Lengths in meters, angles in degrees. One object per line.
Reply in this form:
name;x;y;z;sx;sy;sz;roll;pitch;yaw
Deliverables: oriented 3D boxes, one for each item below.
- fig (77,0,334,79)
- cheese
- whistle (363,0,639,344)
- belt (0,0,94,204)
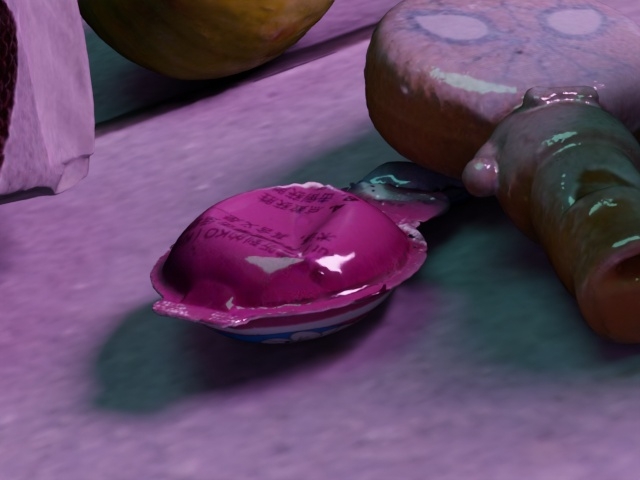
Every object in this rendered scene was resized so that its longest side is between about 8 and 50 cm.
fig;0.000;-0.149;0.851;0.245;0.149;0.149;-5;17;-35
cheese;0.000;0.000;0.628;0.095;0.038;0.145;10;26;35
whistle;0.077;-0.034;0.639;0.107;0.057;0.220;-2;29;-11
belt;-0.203;-0.055;0.710;0.184;0.164;0.289;-12;7;-36
